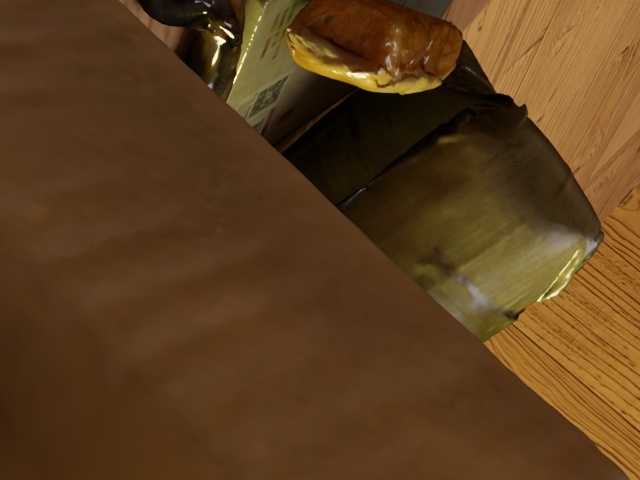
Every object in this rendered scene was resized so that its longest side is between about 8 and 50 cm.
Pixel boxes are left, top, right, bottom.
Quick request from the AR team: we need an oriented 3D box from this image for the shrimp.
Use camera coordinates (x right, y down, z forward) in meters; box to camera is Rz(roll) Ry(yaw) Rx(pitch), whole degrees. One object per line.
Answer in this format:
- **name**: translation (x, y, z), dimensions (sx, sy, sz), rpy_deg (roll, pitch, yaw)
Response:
- **shrimp**: translation (-0.080, -0.079, 0.951), dimensions (0.145, 0.059, 0.254), rpy_deg (-48, 168, -17)

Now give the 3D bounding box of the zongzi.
- **zongzi**: translation (0.000, 0.000, 1.332), dimensions (0.356, 0.174, 0.393), rpy_deg (-34, -160, 7)

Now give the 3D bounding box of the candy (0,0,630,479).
- **candy**: translation (-0.066, 0.052, 0.705), dimensions (0.208, 0.359, 0.145), rpy_deg (-19, 148, -55)

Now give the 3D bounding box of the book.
- **book**: translation (0.020, -0.145, 1.178), dimensions (0.283, 0.025, 0.215), rpy_deg (-38, 164, -40)

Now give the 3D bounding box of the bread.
- **bread**: translation (0.035, -0.118, 1.091), dimensions (0.132, 0.074, 0.053), rpy_deg (-12, 124, -68)
